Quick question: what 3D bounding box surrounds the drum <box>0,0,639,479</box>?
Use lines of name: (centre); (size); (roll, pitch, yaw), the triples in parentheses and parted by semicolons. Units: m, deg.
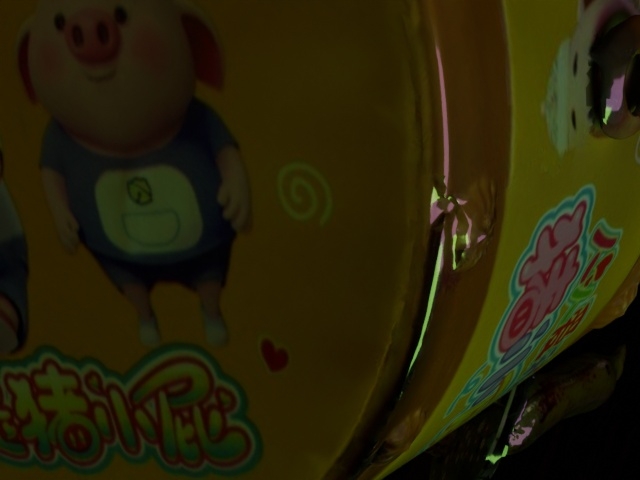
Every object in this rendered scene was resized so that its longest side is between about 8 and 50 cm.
drum: (-0.062, -0.092, 0.678); (0.214, 0.431, 0.431); (-26, 139, -48)

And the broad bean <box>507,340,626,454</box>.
broad bean: (0.252, 0.164, 1.812); (0.339, 0.061, 0.077); (-18, 141, -49)

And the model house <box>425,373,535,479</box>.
model house: (0.096, 0.034, 1.348); (0.207, 0.154, 0.294); (145, -34, -78)
